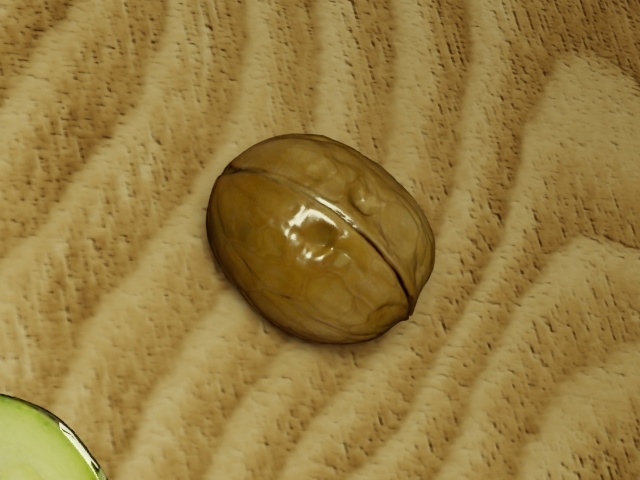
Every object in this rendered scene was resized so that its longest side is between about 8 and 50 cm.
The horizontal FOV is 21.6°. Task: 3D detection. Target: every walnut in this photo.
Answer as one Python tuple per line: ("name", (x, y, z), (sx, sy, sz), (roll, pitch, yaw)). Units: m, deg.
("walnut", (0.000, 0.000, 1.443), (0.207, 0.167, 0.167), (38, 49, -5))

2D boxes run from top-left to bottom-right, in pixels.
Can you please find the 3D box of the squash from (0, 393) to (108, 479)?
("squash", (-0.247, 0.217, 1.237), (0.219, 0.041, 0.219), (20, 51, -27))
